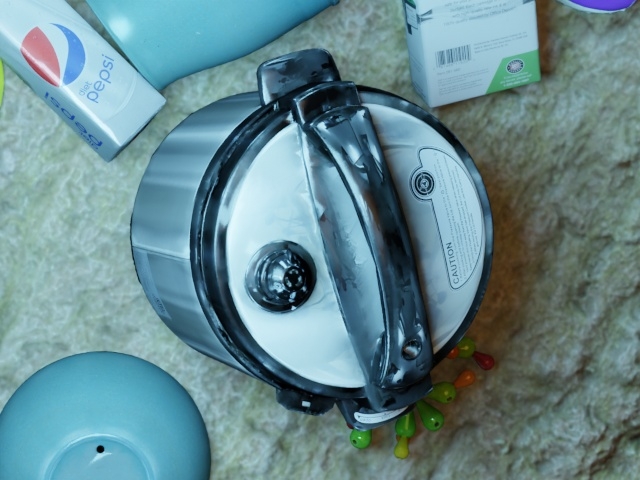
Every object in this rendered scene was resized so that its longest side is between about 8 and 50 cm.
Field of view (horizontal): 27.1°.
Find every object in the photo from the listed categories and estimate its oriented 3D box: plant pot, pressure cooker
[{"bbox_3d":[-0.276,0.292,1.660,0.290,0.195,0.290,0,91,-9],"label":"plant pot"},{"bbox_3d":[-0.157,-0.332,1.653,0.255,0.271,0.272,-36,96,3],"label":"plant pot"},{"bbox_3d":[-0.005,0.004,1.559,0.370,0.420,0.375,32,81,-21],"label":"pressure cooker"}]

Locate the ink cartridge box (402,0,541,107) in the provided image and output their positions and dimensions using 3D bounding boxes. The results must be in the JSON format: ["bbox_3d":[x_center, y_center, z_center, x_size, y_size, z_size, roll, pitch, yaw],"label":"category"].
[{"bbox_3d":[0.193,-0.304,1.736,0.160,0.092,0.219,-14,120,-9],"label":"ink cartridge box"}]

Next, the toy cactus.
[{"bbox_3d":[0.107,0.179,1.780,0.219,0.112,0.180,-40,77,-4],"label":"toy cactus"}]

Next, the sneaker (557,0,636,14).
[{"bbox_3d":[0.318,-0.408,1.771,0.293,0.146,0.102,34,85,-7],"label":"sneaker"}]

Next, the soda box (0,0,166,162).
[{"bbox_3d":[-0.335,-0.236,1.688,0.286,0.098,0.091,45,70,-7],"label":"soda box"}]

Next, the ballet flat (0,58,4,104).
[{"bbox_3d":[-0.458,-0.146,1.688,0.077,0.077,0.231,19,87,-10],"label":"ballet flat"}]
